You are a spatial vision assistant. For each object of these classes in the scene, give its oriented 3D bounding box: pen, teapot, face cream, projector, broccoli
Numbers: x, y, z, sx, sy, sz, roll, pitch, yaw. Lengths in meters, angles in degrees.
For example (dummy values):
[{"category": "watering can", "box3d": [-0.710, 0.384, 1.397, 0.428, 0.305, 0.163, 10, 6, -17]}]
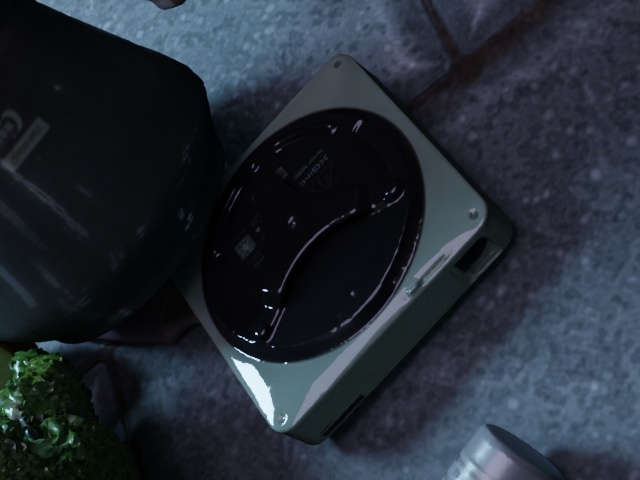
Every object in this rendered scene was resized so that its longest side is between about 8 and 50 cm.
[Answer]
[{"category": "pen", "box3d": [-0.172, 0.071, 1.581, 0.197, 0.032, 0.053, -1, 70, 42]}, {"category": "teapot", "box3d": [-0.276, -0.133, 1.475, 0.305, 0.361, 0.376, 0, 56, 55]}, {"category": "face cream", "box3d": [0.078, 0.265, 1.255, 0.269, 0.082, 0.082, -55, 47, 9]}, {"category": "projector", "box3d": [0.000, 0.000, 1.428, 0.257, 0.079, 0.259, -47, 48, 10]}, {"category": "broccoli", "box3d": [-0.288, 0.276, 1.378, 0.321, 0.310, 0.413, 2, 57, 52]}]

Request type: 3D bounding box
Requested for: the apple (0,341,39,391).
[{"category": "apple", "box3d": [-0.359, 0.147, 1.609, 0.160, 0.173, 0.195, 39, 94, 40]}]
